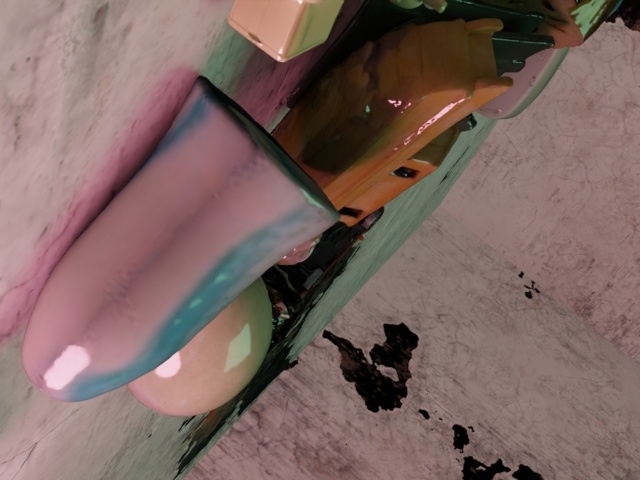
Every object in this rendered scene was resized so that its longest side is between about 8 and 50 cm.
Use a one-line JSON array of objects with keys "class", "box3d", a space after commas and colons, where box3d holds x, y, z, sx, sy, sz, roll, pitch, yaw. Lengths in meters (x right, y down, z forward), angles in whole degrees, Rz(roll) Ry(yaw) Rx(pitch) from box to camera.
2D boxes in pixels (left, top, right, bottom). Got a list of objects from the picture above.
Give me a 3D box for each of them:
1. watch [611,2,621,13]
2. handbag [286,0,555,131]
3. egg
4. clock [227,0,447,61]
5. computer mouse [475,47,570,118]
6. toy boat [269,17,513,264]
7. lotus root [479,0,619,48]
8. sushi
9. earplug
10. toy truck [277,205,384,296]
[{"class": "watch", "box3d": [0.408, -0.449, 1.583, 0.211, 0.193, 0.211, 21, 90, -82]}, {"class": "handbag", "box3d": [0.116, -0.194, 1.182, 0.260, 0.079, 0.247, -3, 155, -33]}, {"class": "egg", "box3d": [-0.147, 0.107, 1.217, 0.217, 0.183, 0.183, -44, 176, 28]}, {"class": "clock", "box3d": [0.080, -0.312, 0.881, 0.379, 0.120, 0.276, -33, 159, -49]}, {"class": "computer mouse", "box3d": [0.305, -0.308, 1.549, 0.097, 0.159, 0.288, -37, 164, -36]}, {"class": "toy boat", "box3d": [0.046, -0.092, 1.052, 0.445, 0.162, 0.136, -38, -130, 56]}, {"class": "lotus root", "box3d": [0.313, -0.420, 1.205, 0.346, 0.250, 0.250, -50, 172, -9]}, {"class": "sushi", "box3d": [-0.124, 0.134, 1.643, 0.126, 0.136, 0.225, -29, 164, -46]}, {"class": "earplug", "box3d": [-0.159, 0.022, 0.930, 0.324, 0.185, 0.185, -44, 172, 6]}, {"class": "toy truck", "box3d": [0.000, 0.000, 1.810, 0.253, 0.107, 0.114, -45, 171, -26]}]
